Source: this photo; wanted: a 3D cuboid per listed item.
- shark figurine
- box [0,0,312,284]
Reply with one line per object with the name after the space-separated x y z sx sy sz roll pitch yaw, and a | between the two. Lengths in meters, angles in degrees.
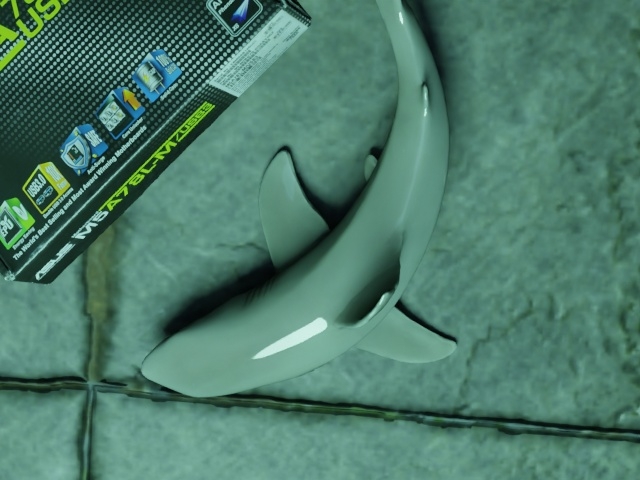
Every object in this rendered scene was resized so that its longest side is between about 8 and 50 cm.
0.024 -0.016 0.647 0.166 0.116 0.278 19 106 -6 | shark figurine
-0.130 -0.107 0.616 0.191 0.045 0.184 -43 75 11 | box
